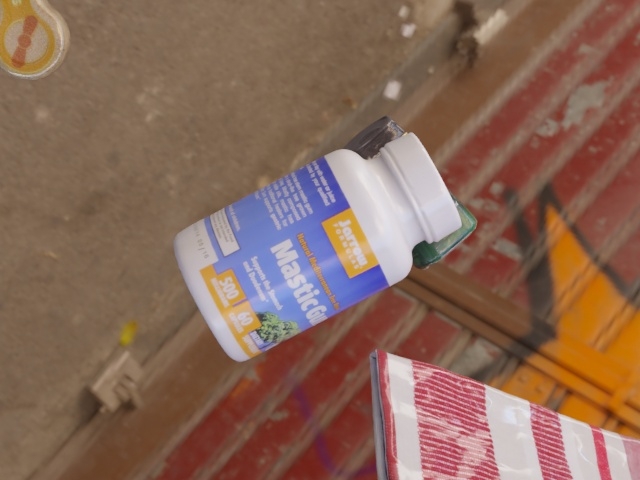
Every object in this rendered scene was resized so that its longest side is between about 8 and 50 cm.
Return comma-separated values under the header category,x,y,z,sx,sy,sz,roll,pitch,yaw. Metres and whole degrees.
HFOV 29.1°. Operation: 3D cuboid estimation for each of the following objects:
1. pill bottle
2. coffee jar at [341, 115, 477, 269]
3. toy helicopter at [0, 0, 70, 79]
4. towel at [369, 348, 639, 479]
category,x,y,z,sx,sy,sz,roll,pitch,yaw
pill bottle,0.000,0.000,1.269,0.272,0.152,0.152,-28,145,2
coffee jar,0.104,-0.061,1.535,0.096,0.184,0.079,-40,-176,-13
toy helicopter,-0.311,-0.342,1.253,0.235,0.140,0.355,-12,105,-3
towel,0.201,0.216,1.110,0.237,0.329,0.037,-92,-154,-60
